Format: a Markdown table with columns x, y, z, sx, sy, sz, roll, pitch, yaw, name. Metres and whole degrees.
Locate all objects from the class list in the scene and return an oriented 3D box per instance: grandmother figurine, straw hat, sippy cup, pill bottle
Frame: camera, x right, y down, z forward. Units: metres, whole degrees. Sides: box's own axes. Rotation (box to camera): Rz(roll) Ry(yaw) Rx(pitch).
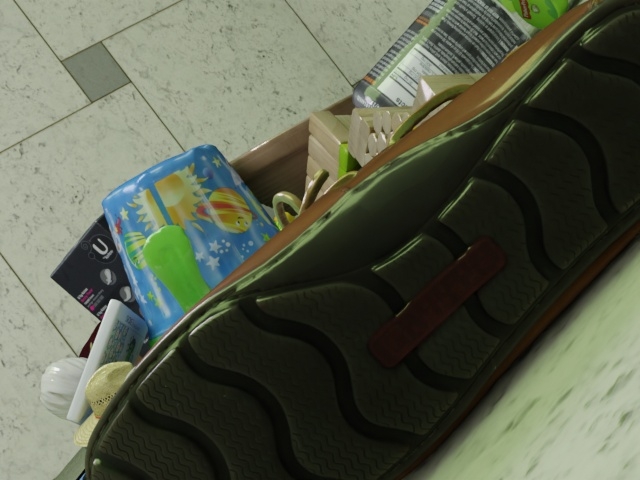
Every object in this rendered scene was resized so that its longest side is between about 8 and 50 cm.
| x | y | z | sx | sy | sz | roll | pitch | yaw | name |
| --- | --- | --- | --- | --- | --- | --- | --- | --- | --- |
| -0.311 | 0.211 | 2.025 | 0.104 | 0.207 | 0.342 | -18 | -6 | 16 | grandmother figurine |
| -0.242 | 0.178 | 1.604 | 0.144 | 0.061 | 0.144 | -25 | 17 | 8 | straw hat |
| -0.158 | 0.006 | 1.741 | 0.240 | 0.224 | 0.305 | -31 | 3 | -28 | sippy cup |
| 0.127 | -0.183 | 1.618 | 0.245 | 0.130 | 0.130 | -48 | 4 | 3 | pill bottle |

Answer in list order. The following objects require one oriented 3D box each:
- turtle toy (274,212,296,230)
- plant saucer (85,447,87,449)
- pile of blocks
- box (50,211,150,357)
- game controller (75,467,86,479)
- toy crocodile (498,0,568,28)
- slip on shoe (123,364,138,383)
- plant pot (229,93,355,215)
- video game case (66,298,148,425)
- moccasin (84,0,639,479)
| x | y | z | sx | sy | sz | roll | pitch | yaw | name |
| --- | --- | --- | --- | --- | --- | --- | --- | --- | --- |
| -0.044 | 0.006 | 2.051 | 0.130 | 0.066 | 0.095 | -164 | 93 | -82 | turtle toy |
| -0.192 | 0.199 | 1.603 | 0.192 | 0.018 | 0.067 | -20 | 18 | 22 | plant saucer |
| 0.095 | -0.056 | 1.175 | 0.113 | 0.149 | 0.362 | -4 | 0 | -19 | pile of blocks |
| -0.230 | 0.065 | 2.007 | 0.143 | 0.270 | 0.165 | -46 | 5 | 33 | box |
| -0.237 | 0.249 | 1.697 | 0.166 | 0.067 | 0.319 | -31 | 12 | 31 | game controller |
| 0.240 | -0.325 | 1.685 | 0.115 | 0.105 | 0.340 | -49 | 21 | -22 | toy crocodile |
| -0.079 | 0.124 | 1.205 | 0.331 | 0.123 | 0.101 | -37 | 43 | 44 | slip on shoe |
| -0.013 | -0.108 | 1.861 | 0.237 | 0.109 | 0.237 | -29 | 3 | 1 | plant pot |
| -0.266 | 0.163 | 1.719 | 0.143 | 0.019 | 0.157 | 64 | -136 | -74 | video game case |
| 0.036 | 0.016 | 0.693 | 0.380 | 0.139 | 0.147 | -47 | 3 | 5 | moccasin |
